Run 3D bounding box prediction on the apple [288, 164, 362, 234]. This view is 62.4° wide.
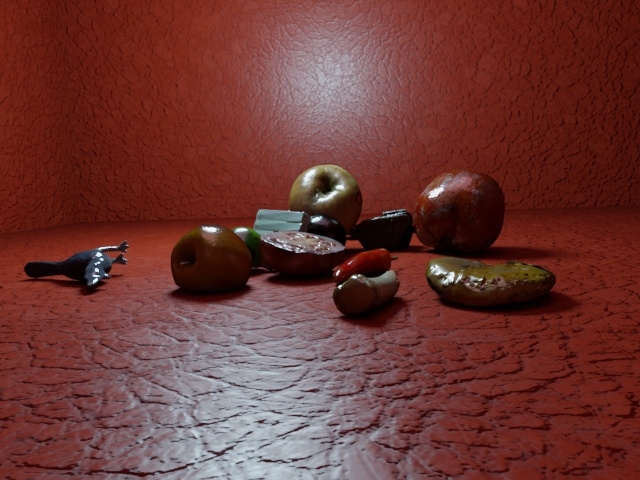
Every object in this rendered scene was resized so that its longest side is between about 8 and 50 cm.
[{"bbox_3d":[0.016,-0.119,1.725,0.261,0.261,0.194,-3,-37,-8],"label":"apple"}]

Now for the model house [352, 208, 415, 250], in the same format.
[{"bbox_3d":[0.217,-0.039,1.768,0.203,0.141,0.164,-4,16,16],"label":"model house"}]

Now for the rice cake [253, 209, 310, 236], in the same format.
[{"bbox_3d":[-0.127,-0.008,1.537,0.198,0.189,0.037,-3,-24,37],"label":"rice cake"}]

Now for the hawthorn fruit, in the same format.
[{"bbox_3d":[0.428,-0.083,1.625,0.284,0.284,0.284,-2,7,0],"label":"hawthorn fruit"}]

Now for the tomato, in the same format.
[{"bbox_3d":[-0.049,0.037,1.359,0.225,0.085,0.225,5,13,-1],"label":"tomato"}]

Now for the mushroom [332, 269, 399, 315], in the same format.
[{"bbox_3d":[0.098,0.093,0.996,0.084,0.071,0.209,-35,-12,26],"label":"mushroom"}]

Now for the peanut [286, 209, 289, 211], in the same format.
[{"bbox_3d":[-0.109,-0.035,1.834,0.147,0.147,0.319,4,19,44],"label":"peanut"}]

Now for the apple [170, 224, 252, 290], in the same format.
[{"bbox_3d":[-0.250,0.045,1.230,0.195,0.160,0.173,10,-9,36],"label":"apple"}]

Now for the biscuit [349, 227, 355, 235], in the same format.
[{"bbox_3d":[0.158,-0.045,2.140,0.235,0.063,0.151,-3,7,-32],"label":"biscuit"}]

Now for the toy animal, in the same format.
[{"bbox_3d":[-0.608,0.060,1.394,0.367,0.081,0.206,4,20,40],"label":"toy animal"}]

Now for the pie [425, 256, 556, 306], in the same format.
[{"bbox_3d":[0.332,0.076,1.050,0.273,0.069,0.273,2,9,0],"label":"pie"}]

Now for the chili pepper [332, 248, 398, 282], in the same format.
[{"bbox_3d":[0.111,0.060,1.302,0.071,0.063,0.272,-13,0,44],"label":"chili pepper"}]

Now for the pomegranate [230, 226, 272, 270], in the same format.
[{"bbox_3d":[-0.203,0.024,1.426,0.169,0.122,0.143,-2,4,13],"label":"pomegranate"}]

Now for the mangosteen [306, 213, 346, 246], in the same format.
[{"bbox_3d":[0.000,0.000,1.554,0.152,0.152,0.152,-2,7,0],"label":"mangosteen"}]
